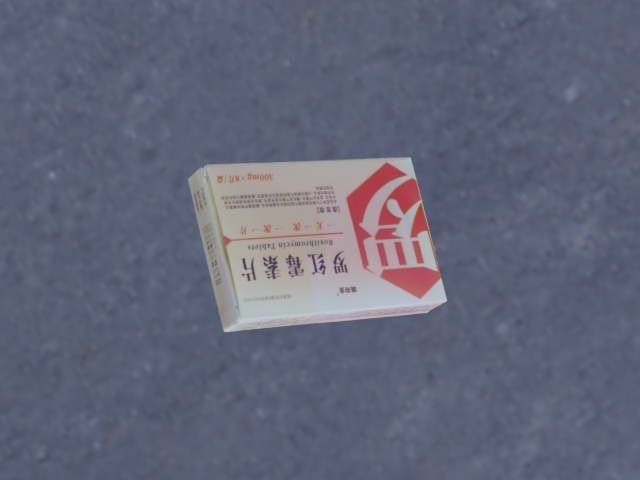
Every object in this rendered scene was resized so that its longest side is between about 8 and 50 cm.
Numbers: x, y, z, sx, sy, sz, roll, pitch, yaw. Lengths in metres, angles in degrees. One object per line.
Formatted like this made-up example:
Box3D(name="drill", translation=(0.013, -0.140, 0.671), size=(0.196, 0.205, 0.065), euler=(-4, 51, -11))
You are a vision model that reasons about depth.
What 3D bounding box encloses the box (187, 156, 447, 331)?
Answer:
Box3D(name="box", translation=(0.000, 0.000, 0.636), size=(0.093, 0.058, 0.015), euler=(-4, 165, -35))
